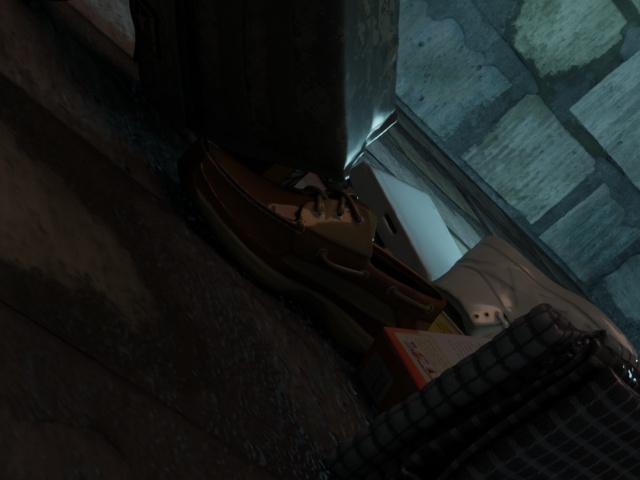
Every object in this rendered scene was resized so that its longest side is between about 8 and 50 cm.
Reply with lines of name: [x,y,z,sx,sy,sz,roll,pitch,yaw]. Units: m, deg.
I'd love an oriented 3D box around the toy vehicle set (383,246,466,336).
toy vehicle set: [0.150,0.130,1.539,0.267,0.035,0.166,48,12,-1]

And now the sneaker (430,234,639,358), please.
sneaker: [0.278,0.130,1.691,0.292,0.169,0.108,38,-36,26]

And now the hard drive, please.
hard drive: [0.149,-0.006,1.890,0.203,0.040,0.307,63,16,15]

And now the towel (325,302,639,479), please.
towel: [0.180,0.191,0.988,0.284,0.235,0.121,35,23,-47]

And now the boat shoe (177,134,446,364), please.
boat shoe: [0.000,0.000,1.209,0.324,0.120,0.122,42,13,-31]

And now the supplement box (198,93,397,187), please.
supplement box: [-0.052,-0.179,1.416,0.194,0.191,0.129,50,12,3]

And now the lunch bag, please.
lunch bag: [-0.076,-0.218,1.211,0.287,0.235,0.169,18,41,22]

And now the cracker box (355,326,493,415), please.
cracker box: [0.168,0.169,1.212,0.232,0.067,0.155,8,35,-33]

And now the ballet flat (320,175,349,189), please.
ballet flat: [0.004,-0.120,1.796,0.114,0.041,0.041,56,14,28]
